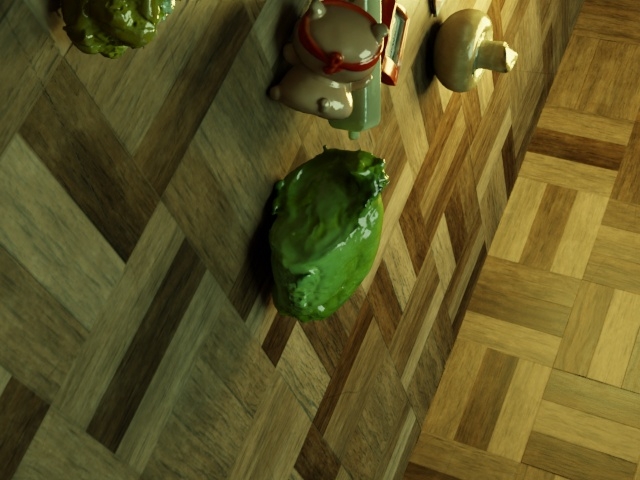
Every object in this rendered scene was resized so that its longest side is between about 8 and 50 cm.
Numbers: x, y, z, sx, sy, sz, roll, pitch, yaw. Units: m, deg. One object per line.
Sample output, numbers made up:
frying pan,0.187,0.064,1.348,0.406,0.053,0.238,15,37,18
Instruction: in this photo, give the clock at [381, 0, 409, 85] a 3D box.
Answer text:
clock,0.133,-0.407,2.104,0.113,0.061,0.155,26,77,-68

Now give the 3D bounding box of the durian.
durian,0.000,0.000,1.896,0.256,0.204,0.340,-45,156,-27

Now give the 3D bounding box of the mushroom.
mushroom,0.373,-0.451,2.472,0.204,0.204,0.204,-49,147,-48

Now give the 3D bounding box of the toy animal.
toy animal,0.015,-0.307,1.743,0.171,0.171,0.198,-26,145,-62

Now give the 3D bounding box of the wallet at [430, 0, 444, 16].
wallet,0.296,-0.628,2.405,0.197,0.020,0.103,-65,157,-22

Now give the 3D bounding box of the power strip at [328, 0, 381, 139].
power strip,0.057,-0.366,1.845,0.062,0.091,0.385,-30,125,-51

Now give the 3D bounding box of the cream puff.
cream puff,-0.239,-0.281,1.186,0.121,0.156,0.156,40,63,-33
